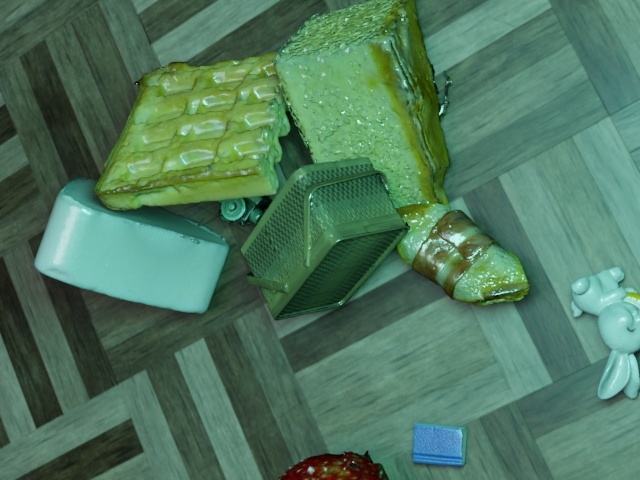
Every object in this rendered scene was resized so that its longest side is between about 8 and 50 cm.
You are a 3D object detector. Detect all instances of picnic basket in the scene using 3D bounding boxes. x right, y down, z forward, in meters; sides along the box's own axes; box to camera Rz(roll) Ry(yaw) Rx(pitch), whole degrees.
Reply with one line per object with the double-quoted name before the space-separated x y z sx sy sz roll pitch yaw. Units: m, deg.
"picnic basket" 0.000 0.000 1.910 0.139 0.165 0.266 61 139 22

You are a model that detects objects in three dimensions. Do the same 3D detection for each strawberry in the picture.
"strawberry" -0.008 0.473 1.891 0.288 0.238 0.250 -20 67 -3

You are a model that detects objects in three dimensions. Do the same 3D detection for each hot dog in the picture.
"hot dog" 0.216 0.026 1.902 0.261 0.093 0.123 42 88 23

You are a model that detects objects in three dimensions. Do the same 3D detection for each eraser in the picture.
"eraser" -0.363 -0.003 2.098 0.331 0.331 0.150 25 99 23
"eraser" 0.192 0.330 1.931 0.085 0.027 0.063 2 86 24

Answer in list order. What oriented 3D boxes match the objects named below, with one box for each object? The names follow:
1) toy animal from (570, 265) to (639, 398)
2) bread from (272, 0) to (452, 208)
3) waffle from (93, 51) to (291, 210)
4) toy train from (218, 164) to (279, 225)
"toy animal" 0.455 0.137 1.807 0.181 0.131 0.127 63 142 22
"bread" 0.097 -0.234 1.988 0.248 0.279 0.315 -10 126 24
"waffle" -0.196 -0.186 1.989 0.304 0.077 0.348 -6 41 18
"toy train" -0.158 -0.113 2.083 0.200 0.083 0.132 35 98 20
